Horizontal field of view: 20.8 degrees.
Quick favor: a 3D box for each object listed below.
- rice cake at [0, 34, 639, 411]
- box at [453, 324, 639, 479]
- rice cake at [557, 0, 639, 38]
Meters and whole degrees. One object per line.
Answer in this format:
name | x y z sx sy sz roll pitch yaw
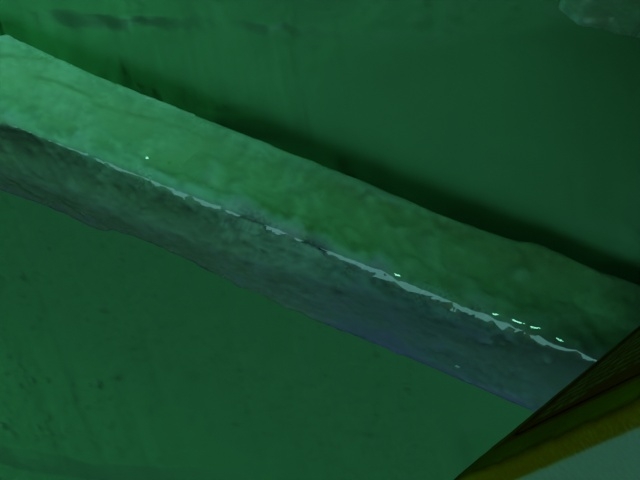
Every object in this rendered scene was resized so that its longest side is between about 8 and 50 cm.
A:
rice cake | 0.000 -0.001 0.845 0.399 0.064 0.070 22 144 1
box | 0.243 0.091 0.544 0.259 0.214 0.283 52 150 1
rice cake | 0.187 -0.146 0.657 0.124 0.038 0.211 24 135 0
